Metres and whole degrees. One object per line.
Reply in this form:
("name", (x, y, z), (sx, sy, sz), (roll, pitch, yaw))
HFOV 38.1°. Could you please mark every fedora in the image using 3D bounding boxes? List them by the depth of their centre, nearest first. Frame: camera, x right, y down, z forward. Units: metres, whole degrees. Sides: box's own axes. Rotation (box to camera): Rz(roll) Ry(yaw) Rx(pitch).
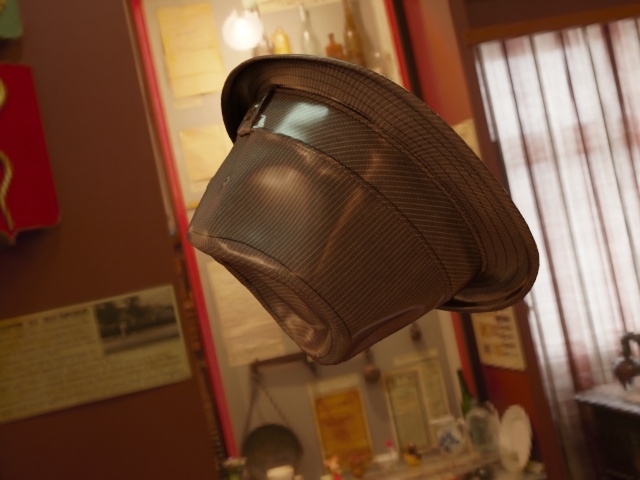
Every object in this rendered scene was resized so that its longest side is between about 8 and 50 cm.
("fedora", (0.000, 0.000, 0.631), (0.124, 0.244, 0.275), (-48, 25, -15))
